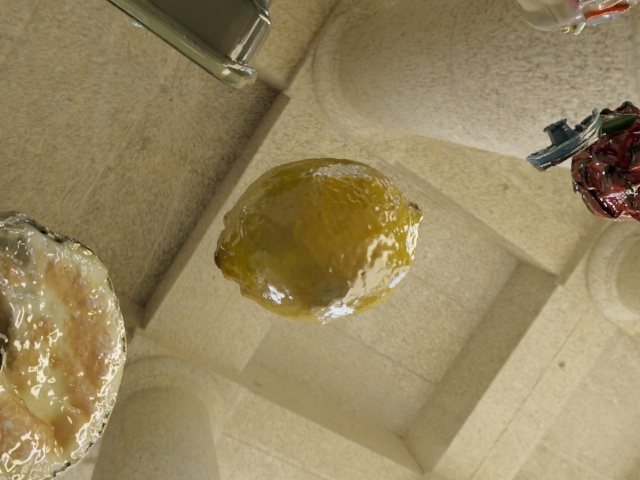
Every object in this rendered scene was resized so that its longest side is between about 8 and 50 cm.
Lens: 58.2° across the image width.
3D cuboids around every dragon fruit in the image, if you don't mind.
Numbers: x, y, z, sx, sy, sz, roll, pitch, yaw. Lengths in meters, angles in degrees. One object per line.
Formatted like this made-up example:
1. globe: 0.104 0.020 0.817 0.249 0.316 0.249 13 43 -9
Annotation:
1. dragon fruit: 0.594 -0.115 1.061 0.234 0.234 0.293 -45 -83 0

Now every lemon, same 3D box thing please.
1. lemon: 0.000 0.000 0.701 0.260 0.204 0.204 -10 -74 -5

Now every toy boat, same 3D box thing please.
1. toy boat: 0.391 -0.165 0.922 0.137 0.060 0.060 -30 -86 2

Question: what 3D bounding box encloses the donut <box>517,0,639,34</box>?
1. donut: 0.368 -0.438 0.705 0.143 0.382 0.382 32 -86 -15

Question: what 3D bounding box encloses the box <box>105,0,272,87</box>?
1. box: -0.148 -0.305 0.601 0.274 0.138 0.178 33 -83 -13

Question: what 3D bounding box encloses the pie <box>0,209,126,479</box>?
1. pie: -0.350 0.121 0.683 0.075 0.337 0.337 -18 -70 20

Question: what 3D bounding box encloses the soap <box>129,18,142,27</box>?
1. soap: -0.201 -0.485 0.967 0.095 0.173 0.289 31 -64 13
